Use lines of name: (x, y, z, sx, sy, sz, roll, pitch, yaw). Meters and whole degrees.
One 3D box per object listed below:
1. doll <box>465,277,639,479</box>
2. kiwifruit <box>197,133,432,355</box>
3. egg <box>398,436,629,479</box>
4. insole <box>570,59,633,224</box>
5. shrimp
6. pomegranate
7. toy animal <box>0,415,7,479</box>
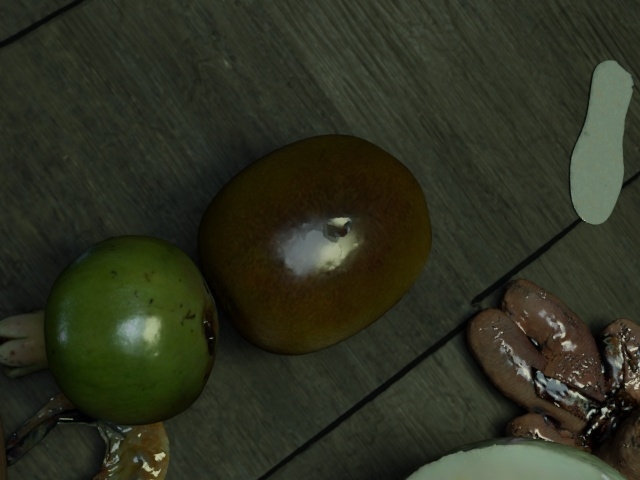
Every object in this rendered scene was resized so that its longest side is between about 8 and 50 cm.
doll: (0.287, 0.167, 1.239, 0.303, 0.156, 0.201, 45, 79, 1)
kiwifruit: (0.000, 0.000, 1.174, 0.234, 0.196, 0.196, -25, 87, -24)
egg: (0.198, 0.317, 1.154, 0.337, 0.201, 0.337, 4, 103, 19)
insole: (0.319, -0.113, 1.371, 0.065, 0.004, 0.197, 14, 77, -12)
shrimp: (-0.234, 0.243, 1.141, 0.152, 0.046, 0.219, 23, 71, -10)
pomegranate: (-0.196, 0.086, 1.113, 0.210, 0.179, 0.179, -10, 83, -15)
toy animal: (-0.357, 0.174, 1.062, 0.154, 0.166, 0.250, -20, 95, 4)
